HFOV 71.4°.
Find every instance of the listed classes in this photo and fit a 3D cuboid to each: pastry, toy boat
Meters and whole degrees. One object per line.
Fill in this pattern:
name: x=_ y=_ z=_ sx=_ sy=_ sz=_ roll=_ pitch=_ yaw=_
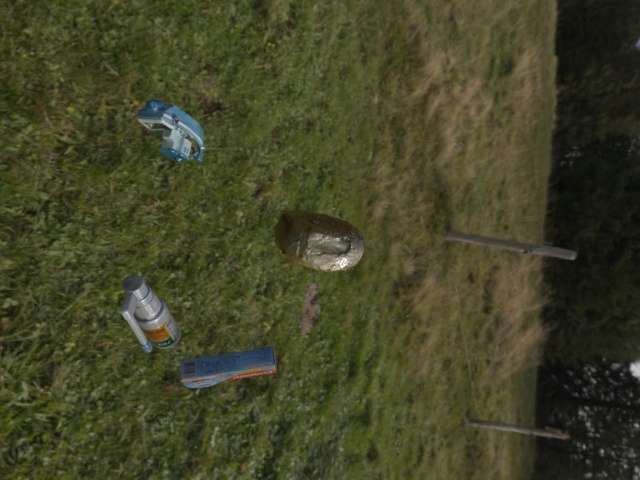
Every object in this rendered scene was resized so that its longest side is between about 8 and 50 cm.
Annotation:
pastry: x=0.000 y=0.000 z=0.937 sx=0.182 sy=0.192 sz=0.093 roll=7 pitch=106 yaw=-23
toy boat: x=-0.334 y=-0.231 z=1.025 sx=0.215 sy=0.088 sz=0.102 roll=38 pitch=61 yaw=-70

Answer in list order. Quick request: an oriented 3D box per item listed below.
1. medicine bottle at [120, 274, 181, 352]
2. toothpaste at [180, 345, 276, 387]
medicine bottle: x=-0.327 y=0.151 z=0.848 sx=0.220 sy=0.062 sz=0.092 roll=90 pitch=4 yaw=-53
toothpaste: x=-0.192 y=0.272 z=0.950 sx=0.070 sy=0.194 sz=0.044 roll=92 pitch=-11 yaw=-58
